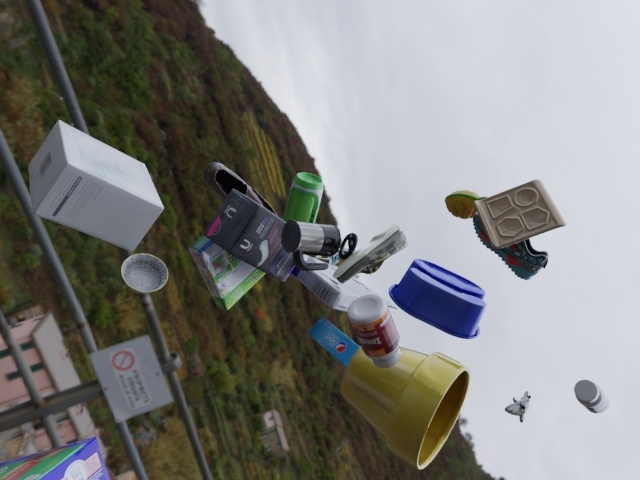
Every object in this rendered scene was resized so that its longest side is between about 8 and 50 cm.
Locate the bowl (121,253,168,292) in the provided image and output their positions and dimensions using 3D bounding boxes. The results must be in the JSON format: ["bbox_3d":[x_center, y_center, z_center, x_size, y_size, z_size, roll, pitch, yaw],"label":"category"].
[{"bbox_3d":[-0.672,0.141,1.919,0.080,0.170,0.170,-53,-129,44],"label":"bowl"}]

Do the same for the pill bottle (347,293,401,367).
[{"bbox_3d":[0.119,0.195,1.072,0.152,0.086,0.086,65,-5,-28],"label":"pill bottle"}]

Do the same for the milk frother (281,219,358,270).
[{"bbox_3d":[0.000,0.000,1.261,0.143,0.134,0.129,-39,-122,41],"label":"milk frother"}]

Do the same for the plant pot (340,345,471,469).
[{"bbox_3d":[0.190,0.358,1.196,0.239,0.254,0.254,24,-38,33],"label":"plant pot"}]

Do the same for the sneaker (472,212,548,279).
[{"bbox_3d":[0.587,-0.009,1.555,0.262,0.104,0.125,44,-55,4],"label":"sneaker"}]

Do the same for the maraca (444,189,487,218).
[{"bbox_3d":[0.528,-0.125,1.784,0.185,0.099,0.127,8,-25,36],"label":"maraca"}]

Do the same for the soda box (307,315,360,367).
[{"bbox_3d":[0.054,0.310,1.492,0.210,0.071,0.067,31,-14,51],"label":"soda box"}]

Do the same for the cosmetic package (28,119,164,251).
[{"bbox_3d":[-0.500,-0.121,1.130,0.224,0.138,0.224,30,15,-44],"label":"cosmetic package"}]

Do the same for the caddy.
[{"bbox_3d":[0.405,0.212,1.747,0.179,0.341,0.241,-67,170,19],"label":"caddy"}]

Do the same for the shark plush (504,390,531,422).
[{"bbox_3d":[0.760,0.611,1.925,0.067,0.161,0.073,16,-51,35],"label":"shark plush"}]

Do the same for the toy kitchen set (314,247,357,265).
[{"bbox_3d":[0.068,0.015,2.091,0.207,0.122,0.166,-30,125,-67],"label":"toy kitchen set"}]

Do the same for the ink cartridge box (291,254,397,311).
[{"bbox_3d":[0.053,0.154,1.740,0.330,0.071,0.324,24,8,-46],"label":"ink cartridge box"}]

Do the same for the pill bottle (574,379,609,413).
[{"bbox_3d":[0.826,0.475,1.545,0.137,0.078,0.078,37,17,-42],"label":"pill bottle"}]

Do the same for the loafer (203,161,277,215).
[{"bbox_3d":[-0.316,-0.161,2.024,0.366,0.134,0.130,40,-6,-19],"label":"loafer"}]

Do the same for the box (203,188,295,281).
[{"bbox_3d":[-0.185,-0.010,1.523,0.143,0.165,0.270,31,-3,40],"label":"box"}]

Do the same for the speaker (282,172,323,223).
[{"bbox_3d":[-0.078,-0.115,2.028,0.131,0.131,0.297,-122,-138,-54],"label":"speaker"}]

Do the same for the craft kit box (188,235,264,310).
[{"bbox_3d":[-0.275,0.051,1.621,0.060,0.250,0.247,8,-50,39],"label":"craft kit box"}]

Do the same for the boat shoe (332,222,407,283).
[{"bbox_3d":[0.170,0.055,1.660,0.091,0.305,0.109,57,-27,-7],"label":"boat shoe"}]

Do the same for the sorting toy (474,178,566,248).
[{"bbox_3d":[0.580,-0.076,1.485,0.038,0.208,0.193,59,18,-47],"label":"sorting toy"}]

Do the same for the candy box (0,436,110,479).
[{"bbox_3d":[-0.639,0.528,1.002,0.268,0.317,0.122,-9,80,-83],"label":"candy box"}]
